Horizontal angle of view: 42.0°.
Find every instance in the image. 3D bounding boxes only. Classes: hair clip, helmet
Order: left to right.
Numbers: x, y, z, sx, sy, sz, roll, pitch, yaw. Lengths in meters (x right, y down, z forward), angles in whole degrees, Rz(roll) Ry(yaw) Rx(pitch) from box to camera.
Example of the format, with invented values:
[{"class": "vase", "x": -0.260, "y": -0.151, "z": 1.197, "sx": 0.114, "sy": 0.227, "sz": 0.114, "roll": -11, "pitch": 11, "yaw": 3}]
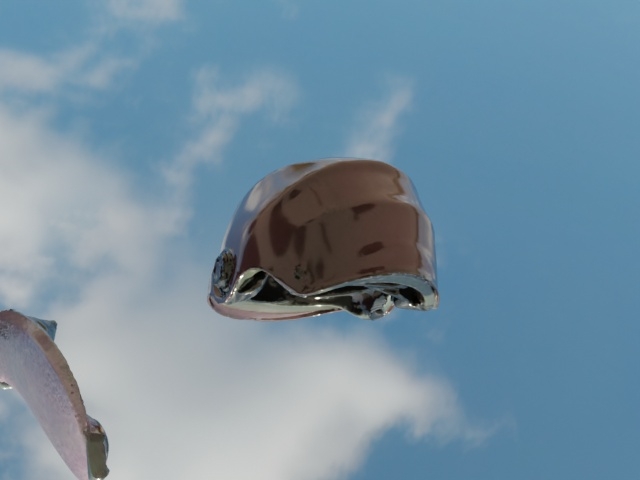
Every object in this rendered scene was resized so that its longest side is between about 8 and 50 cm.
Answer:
[{"class": "hair clip", "x": -0.267, "y": 0.127, "z": 0.796, "sx": 0.095, "sy": 0.359, "sz": 0.110, "roll": 24, "pitch": -92, "yaw": -30}, {"class": "helmet", "x": 0.000, "y": 0.000, "z": 1.086, "sx": 0.271, "sy": 0.338, "sz": 0.197, "roll": 7, "pitch": -102, "yaw": -34}]
